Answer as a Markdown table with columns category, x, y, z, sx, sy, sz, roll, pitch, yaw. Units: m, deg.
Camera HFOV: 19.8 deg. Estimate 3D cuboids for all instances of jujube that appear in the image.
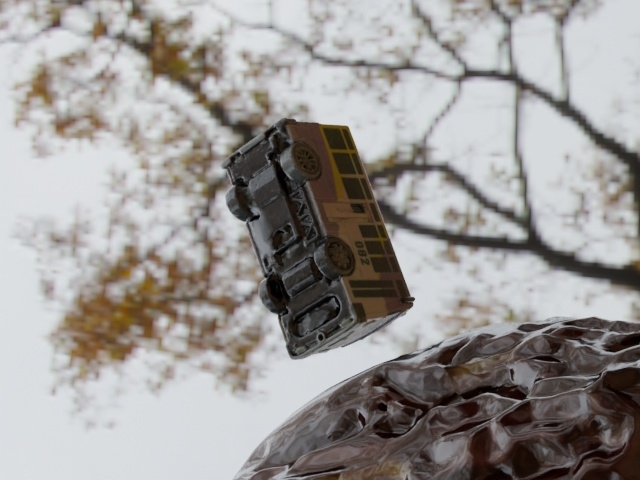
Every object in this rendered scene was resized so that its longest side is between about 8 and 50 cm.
| category | x | y | z | sx | sy | sz | roll | pitch | yaw |
| --- | --- | --- | --- | --- | --- | --- | --- | --- | --- |
| jujube | 0.057 | 0.101 | 0.535 | 0.168 | 0.236 | 0.168 | 15 | -123 | -25 |

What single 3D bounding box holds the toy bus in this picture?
| category | x | y | z | sx | sy | sz | roll | pitch | yaw |
| --- | --- | --- | --- | --- | --- | --- | --- | --- | --- |
| toy bus | 0.000 | 0.000 | 0.838 | 0.058 | 0.052 | 0.102 | -1 | -115 | -48 |
